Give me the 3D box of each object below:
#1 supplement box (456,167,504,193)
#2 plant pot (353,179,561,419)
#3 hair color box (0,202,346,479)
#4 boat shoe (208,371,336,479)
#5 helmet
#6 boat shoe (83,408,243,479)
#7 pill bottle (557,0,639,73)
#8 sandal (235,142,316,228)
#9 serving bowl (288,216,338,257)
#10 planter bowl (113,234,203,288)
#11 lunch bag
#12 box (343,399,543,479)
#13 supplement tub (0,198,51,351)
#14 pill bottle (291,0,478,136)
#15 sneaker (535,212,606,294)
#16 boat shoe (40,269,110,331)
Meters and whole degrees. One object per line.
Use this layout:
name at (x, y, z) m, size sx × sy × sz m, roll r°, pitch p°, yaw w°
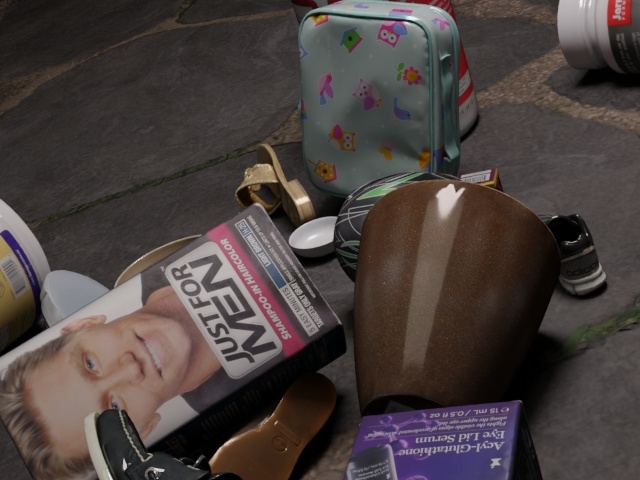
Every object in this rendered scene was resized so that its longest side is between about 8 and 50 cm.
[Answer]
supplement box at (0.205, -0.042, 1.491) m, size 0.055 × 0.083 × 0.043 m, roll -10°, pitch 27°, yaw 19°
plant pot at (0.118, 0.095, 1.188) m, size 0.215 × 0.215 × 0.230 m, roll -5°, pitch 44°, yaw 27°
hair color box at (-0.162, 0.129, 1.255) m, size 0.347 × 0.105 × 0.174 m, roll -32°, pitch 70°, yaw -8°
boat shoe at (-0.058, 0.218, 1.204) m, size 0.207 × 0.073 × 0.073 m, roll -39°, pitch -5°, yaw -40°
helmet at (0.103, -0.003, 1.400) m, size 0.161 × 0.170 × 0.169 m, roll -19°, pitch 21°, yaw -39°
boat shoe at (-0.110, 0.253, 1.044) m, size 0.113 × 0.127 × 0.340 m, roll -31°, pitch 39°, yaw -8°
pill bottle at (0.505, -0.328, 1.744) m, size 0.283 × 0.161 × 0.161 m, roll 2°, pitch 33°, yaw 37°
sandal at (-0.086, -0.073, 1.746) m, size 0.079 × 0.088 × 0.240 m, roll -20°, pitch 31°, yaw -14°
serving bowl at (0.000, 0.000, 1.614) m, size 0.083 × 0.027 × 0.083 m, roll -15°, pitch 27°, yaw 8°
planter bowl at (-0.164, 0.080, 1.481) m, size 0.162 × 0.109 × 0.162 m, roll -15°, pitch 26°, yaw 8°
lunch bag at (0.087, -0.186, 1.630) m, size 0.224 × 0.279 × 0.108 m, roll 8°, pitch 24°, yaw 25°
box at (0.099, 0.243, 0.991) m, size 0.153 × 0.108 × 0.207 m, roll -9°, pitch 28°, yaw 19°
supplement tub at (-0.548, 0.096, 1.567) m, size 0.241 × 0.241 × 0.331 m, roll 4°, pitch 35°, yaw 40°
pill bottle at (0.082, -0.338, 1.774) m, size 0.229 × 0.408 × 0.229 m, roll -15°, pitch 27°, yaw 8°
sneaker at (0.279, -0.004, 1.378) m, size 0.063 × 0.075 × 0.170 m, roll -20°, pitch 26°, yaw -1°
boat shoe at (-0.290, 0.144, 1.450) m, size 0.113 × 0.105 × 0.306 m, roll 16°, pitch 21°, yaw -34°
